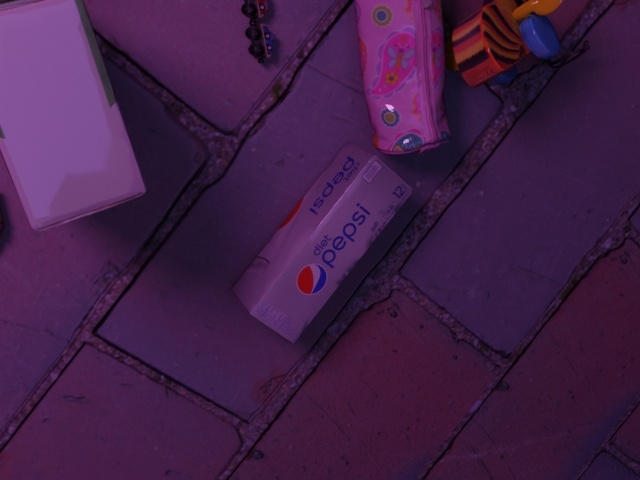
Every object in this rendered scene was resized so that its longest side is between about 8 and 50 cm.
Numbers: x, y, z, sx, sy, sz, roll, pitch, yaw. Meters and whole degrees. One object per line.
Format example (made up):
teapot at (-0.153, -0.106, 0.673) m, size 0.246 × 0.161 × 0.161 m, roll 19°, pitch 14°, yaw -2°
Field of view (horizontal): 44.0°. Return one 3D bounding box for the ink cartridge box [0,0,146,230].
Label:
ink cartridge box at (-0.305, -0.159, 0.862) m, size 0.121 × 0.289 × 0.211 m, roll -22°, pitch 115°, yaw -17°

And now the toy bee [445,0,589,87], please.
toy bee at (0.259, -0.309, 1.134) m, size 0.195 × 0.298 × 0.162 m, roll -27°, pitch 87°, yaw 21°

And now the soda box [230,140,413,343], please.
soda box at (0.000, 0.000, 1.152) m, size 0.091 × 0.098 × 0.286 m, roll 37°, pitch 92°, yaw -30°

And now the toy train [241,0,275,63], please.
toy train at (-0.086, -0.315, 1.047) m, size 0.036 × 0.027 × 0.158 m, roll -20°, pitch 115°, yaw -27°

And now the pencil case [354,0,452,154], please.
pencil case at (0.116, -0.264, 1.096) m, size 0.124 × 0.124 × 0.284 m, roll -14°, pitch 114°, yaw -18°

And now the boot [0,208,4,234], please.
boot at (-0.456, -0.028, 0.985) m, size 0.118 × 0.042 × 0.087 m, roll 7°, pitch 108°, yaw -24°
